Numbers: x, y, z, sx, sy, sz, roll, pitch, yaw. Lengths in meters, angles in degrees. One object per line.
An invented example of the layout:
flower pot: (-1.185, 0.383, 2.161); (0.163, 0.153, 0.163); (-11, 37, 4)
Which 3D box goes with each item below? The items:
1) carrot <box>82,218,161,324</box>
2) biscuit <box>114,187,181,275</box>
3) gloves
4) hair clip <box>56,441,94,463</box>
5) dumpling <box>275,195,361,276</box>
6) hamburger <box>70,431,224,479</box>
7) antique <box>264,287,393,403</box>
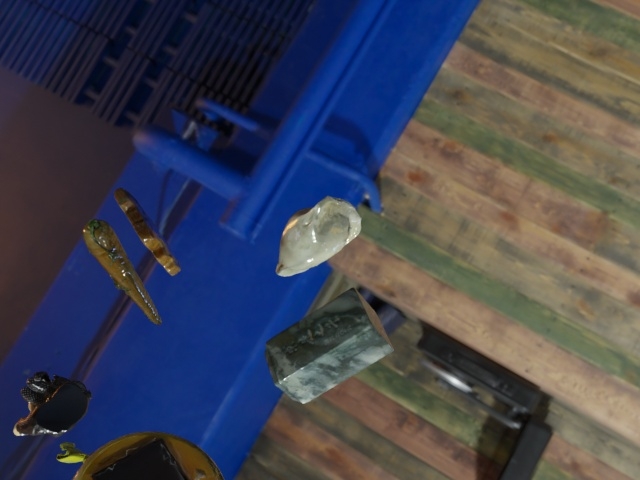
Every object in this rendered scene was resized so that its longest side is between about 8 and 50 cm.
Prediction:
carrot: (-0.297, 0.056, 1.248); (0.049, 0.049, 0.254); (26, 152, 36)
biscuit: (-0.195, -0.007, 0.932); (0.119, 0.019, 0.130); (49, 170, 47)
gloves: (-0.525, 0.327, 1.582); (0.106, 0.129, 0.180); (21, 164, -25)
hair clip: (-0.506, 0.480, 1.784); (0.173, 0.046, 0.072); (4, 162, 30)
dumpling: (0.000, 0.000, 1.873); (0.179, 0.252, 0.131); (-4, -136, -45)
hamburger: (-0.276, 0.443, 1.268); (0.276, 0.294, 0.179); (49, 143, 19)
antique: (0.007, 0.168, 1.259); (0.086, 0.183, 0.088); (50, -170, -44)
